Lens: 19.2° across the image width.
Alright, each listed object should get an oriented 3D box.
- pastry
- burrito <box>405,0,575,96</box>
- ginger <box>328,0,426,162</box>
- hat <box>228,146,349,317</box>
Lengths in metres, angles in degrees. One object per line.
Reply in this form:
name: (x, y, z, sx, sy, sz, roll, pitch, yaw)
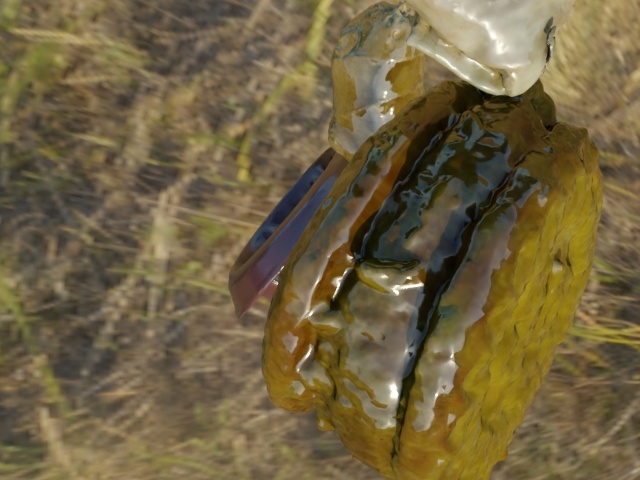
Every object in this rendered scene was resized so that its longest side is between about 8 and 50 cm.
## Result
pastry: (0.080, 0.025, 1.071, 0.132, 0.240, 0.235, 34, 64, 18)
burrito: (-0.004, -0.221, 0.856, 0.347, 0.107, 0.175, 39, 57, -8)
ginger: (0.055, -0.111, 1.529, 0.095, 0.069, 0.190, 4, 127, 15)
hat: (0.000, 0.000, 1.663, 0.089, 0.205, 0.205, 40, 97, -6)
